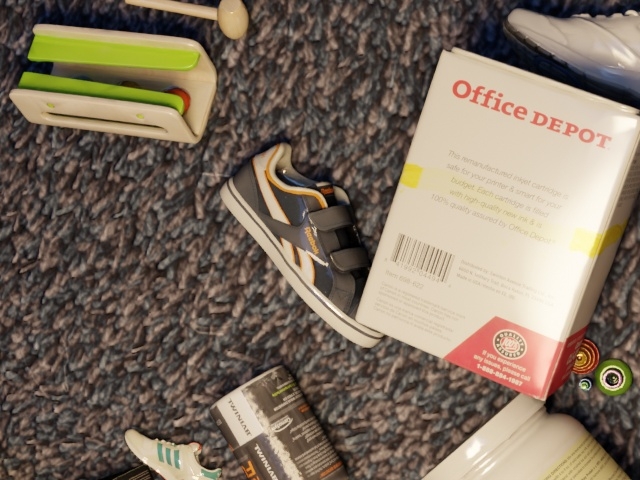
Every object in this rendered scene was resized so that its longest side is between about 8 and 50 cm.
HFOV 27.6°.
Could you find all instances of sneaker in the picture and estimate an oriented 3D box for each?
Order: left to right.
[{"bbox_3d":[-0.219,0.323,1.962,0.161,0.057,0.075,38,85,13],"label":"sneaker"},{"bbox_3d":[0.000,0.000,1.842,0.127,0.126,0.321,-45,79,17],"label":"sneaker"},{"bbox_3d":[0.389,-0.251,1.743,0.297,0.111,0.129,24,82,11],"label":"sneaker"}]

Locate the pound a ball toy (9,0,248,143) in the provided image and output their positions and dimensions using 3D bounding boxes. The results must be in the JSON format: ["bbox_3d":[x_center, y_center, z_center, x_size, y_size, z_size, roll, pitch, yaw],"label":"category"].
[{"bbox_3d":[-0.268,-0.256,1.929,0.319,0.136,0.208,8,69,16],"label":"pound a ball toy"}]

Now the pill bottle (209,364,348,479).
[{"bbox_3d":[-0.045,0.313,1.863,0.130,0.130,0.246,-33,82,15],"label":"pill bottle"}]

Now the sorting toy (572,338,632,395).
[{"bbox_3d":[0.374,0.179,1.779,0.102,0.042,0.061,33,101,13],"label":"sorting toy"}]

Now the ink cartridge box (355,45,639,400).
[{"bbox_3d":[0.249,-0.028,1.712,0.279,0.160,0.385,23,103,21],"label":"ink cartridge box"}]

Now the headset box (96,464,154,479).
[{"bbox_3d":[-0.341,0.513,1.959,0.246,0.131,0.283,-20,87,17],"label":"headset box"}]

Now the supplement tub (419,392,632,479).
[{"bbox_3d":[0.307,0.376,1.705,0.235,0.235,0.325,-43,80,14],"label":"supplement tub"}]
